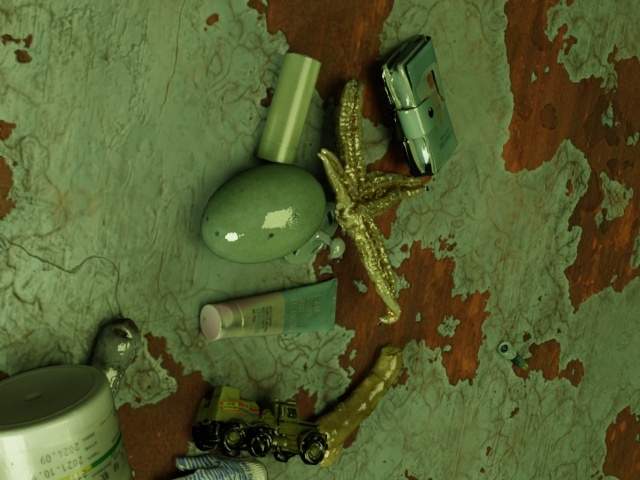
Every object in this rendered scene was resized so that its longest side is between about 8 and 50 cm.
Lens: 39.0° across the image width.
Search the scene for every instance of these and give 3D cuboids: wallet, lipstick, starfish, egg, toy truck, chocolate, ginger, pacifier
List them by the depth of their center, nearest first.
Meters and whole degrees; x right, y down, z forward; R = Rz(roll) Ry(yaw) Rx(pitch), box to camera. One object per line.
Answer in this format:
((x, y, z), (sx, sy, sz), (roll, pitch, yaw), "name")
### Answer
((-0.360, 0.210, 1.549), (0.072, 0.072, 0.167), (25, 86, -37), "chocolate")
((-0.101, -0.047, 1.614), (0.236, 0.169, 0.169), (-19, 112, -17), "egg")
((-0.112, 0.360, 1.734), (0.257, 0.127, 0.127), (21, 66, -32), "toy truck")
((0.000, 0.000, 1.741), (0.150, 0.116, 0.127), (-37, 145, -28), "pacifier")
((0.102, -0.087, 1.776), (0.432, 0.082, 0.324), (59, 38, -33), "starfish")
((0.204, -0.269, 1.830), (0.176, 0.075, 0.250), (-52, 130, -48), "wallet")
((0.078, 0.341, 1.904), (0.299, 0.065, 0.118), (-47, 137, -17), "ginger")
((0.475, 0.285, 2.203), (0.116, 0.037, 0.037), (39, 77, -41), "lipstick")

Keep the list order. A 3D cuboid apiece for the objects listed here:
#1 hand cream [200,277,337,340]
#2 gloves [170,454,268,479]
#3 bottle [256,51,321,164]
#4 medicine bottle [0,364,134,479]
((-0.082, 0.144, 1.742), (0.312, 0.070, 0.111), (-6, 101, -39), "hand cream")
((-0.204, 0.460, 1.717), (0.229, 0.097, 0.119), (-3, 72, -31), "gloves")
((-0.059, -0.240, 1.665), (0.072, 0.072, 0.202), (15, 92, -37), "bottle")
((-0.426, 0.345, 1.424), (0.238, 0.238, 0.232), (-19, 110, -32), "medicine bottle")
